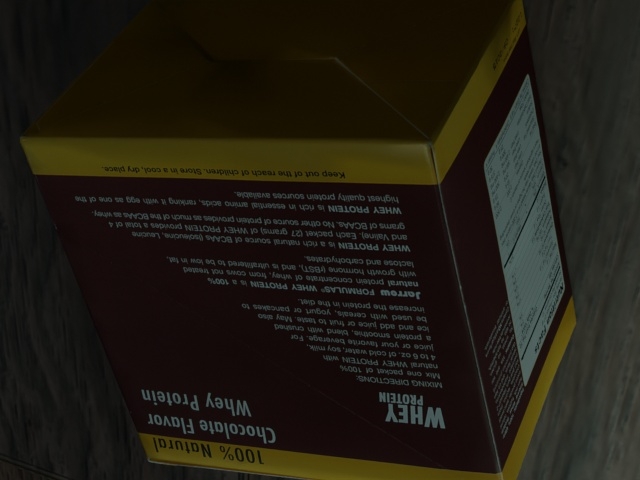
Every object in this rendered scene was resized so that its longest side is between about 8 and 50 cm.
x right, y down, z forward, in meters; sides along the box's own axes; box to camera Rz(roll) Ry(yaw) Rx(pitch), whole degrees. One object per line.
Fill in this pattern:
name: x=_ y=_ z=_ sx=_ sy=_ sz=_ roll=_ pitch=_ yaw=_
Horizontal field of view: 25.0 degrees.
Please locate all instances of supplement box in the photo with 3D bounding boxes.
supplement box: x=0.000 y=0.000 z=0.668 sx=0.191 sy=0.129 sz=0.194 roll=2 pitch=127 yaw=26
